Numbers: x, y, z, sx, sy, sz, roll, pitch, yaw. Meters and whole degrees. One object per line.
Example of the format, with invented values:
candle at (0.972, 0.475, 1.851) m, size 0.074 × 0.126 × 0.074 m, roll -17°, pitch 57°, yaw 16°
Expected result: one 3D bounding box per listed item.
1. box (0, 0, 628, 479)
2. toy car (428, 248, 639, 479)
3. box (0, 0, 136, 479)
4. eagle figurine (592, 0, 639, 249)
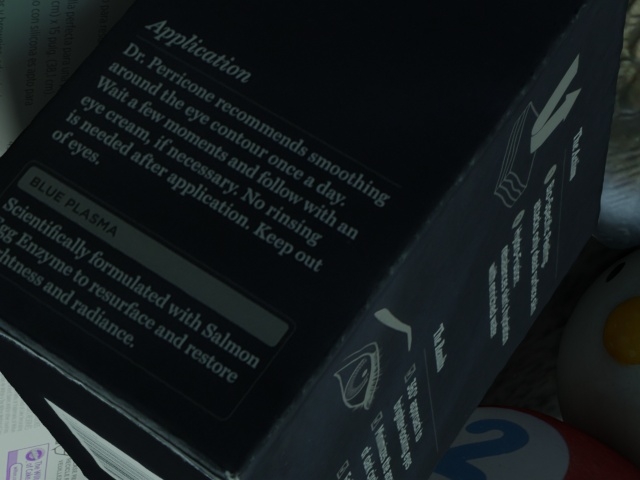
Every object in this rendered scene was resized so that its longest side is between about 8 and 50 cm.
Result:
box at (0.000, 0.000, 0.403) m, size 0.158 × 0.093 × 0.156 m, roll -53°, pitch 160°, yaw -17°
toy car at (0.122, 0.072, 0.587) m, size 0.210 × 0.219 × 0.238 m, roll 32°, pitch 83°, yaw -46°
box at (-0.085, -0.041, 0.404) m, size 0.067 × 0.063 × 0.324 m, roll -10°, pitch 137°, yaw -24°
eagle figurine at (0.157, -0.098, 0.407) m, size 0.226 × 0.298 × 0.225 m, roll 24°, pitch 87°, yaw -11°
